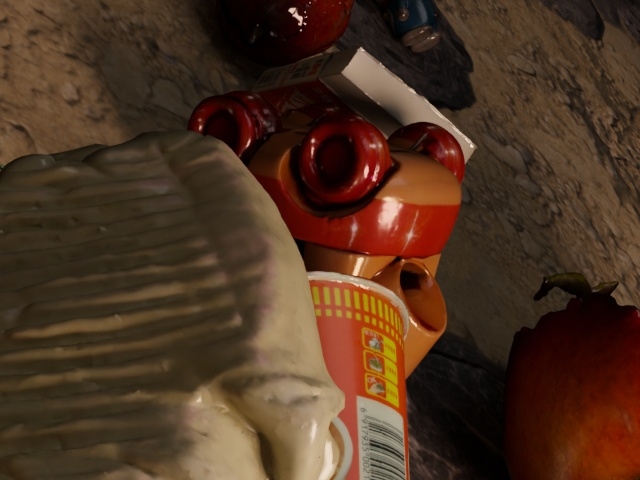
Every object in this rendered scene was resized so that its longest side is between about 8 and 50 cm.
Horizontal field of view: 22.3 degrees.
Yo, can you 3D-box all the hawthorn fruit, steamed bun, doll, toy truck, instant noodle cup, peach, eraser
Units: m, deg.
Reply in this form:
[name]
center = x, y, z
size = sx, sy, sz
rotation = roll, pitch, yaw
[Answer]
[hawthorn fruit]
center = -0.044, -0.248, 1.708
size = 0.148, 0.148, 0.172
rotation = 44, 47, -10
[steamed bun]
center = -0.164, 0.114, 0.938
size = 0.339, 0.247, 0.352
rotation = -13, 49, -12
[doll]
center = 0.104, -0.315, 2.065
size = 0.114, 0.085, 0.152
rotation = 18, 49, -67
[toy truck]
center = 0.000, 0.000, 1.436
size = 0.265, 0.239, 0.189
rotation = 16, 9, 33
[instant noodle cup]
center = -0.008, 0.161, 1.211
size = 0.193, 0.193, 0.212
rotation = 24, 45, -39
[peach]
center = 0.339, 0.179, 1.512
size = 0.406, 0.335, 0.310
rotation = -4, 89, -79
[eraser]
center = 0.038, -0.119, 1.604
size = 0.157, 0.038, 0.230
rotation = 39, -15, -19

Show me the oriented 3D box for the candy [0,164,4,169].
[candy]
center = -0.223, -0.034, 1.297
size = 0.083, 0.023, 0.025
rotation = 39, 44, -5
